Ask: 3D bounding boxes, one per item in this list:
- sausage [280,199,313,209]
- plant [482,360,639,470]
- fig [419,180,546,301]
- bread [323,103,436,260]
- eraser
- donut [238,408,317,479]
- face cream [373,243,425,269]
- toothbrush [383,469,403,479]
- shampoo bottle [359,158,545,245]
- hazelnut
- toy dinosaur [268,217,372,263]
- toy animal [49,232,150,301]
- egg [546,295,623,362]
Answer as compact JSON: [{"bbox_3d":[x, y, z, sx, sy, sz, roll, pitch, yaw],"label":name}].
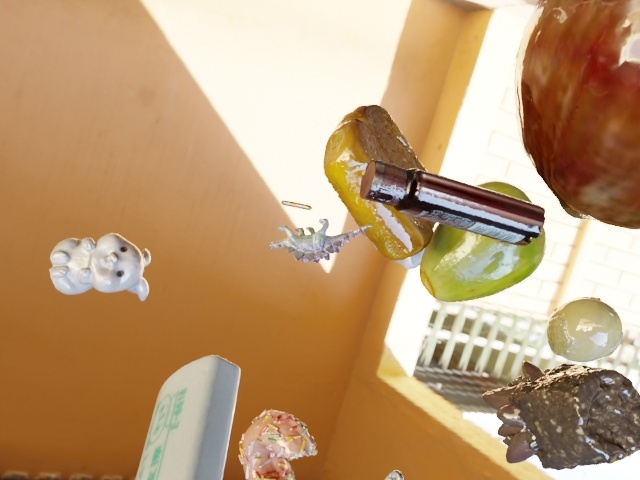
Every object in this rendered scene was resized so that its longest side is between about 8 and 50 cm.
[{"bbox_3d":[-0.063,-0.092,1.859,0.100,0.015,0.015,13,-177,29],"label":"sausage"},{"bbox_3d":[0.439,0.319,1.333,0.181,0.194,0.320,-14,170,-23],"label":"plant"},{"bbox_3d":[0.380,0.016,1.723,0.258,0.326,0.258,51,-176,-5],"label":"fig"},{"bbox_3d":[0.128,-0.124,1.618,0.337,0.148,0.328,52,-151,-15],"label":"bread"},{"bbox_3d":[-0.211,0.338,1.086,0.104,0.189,0.290,28,-140,-21],"label":"eraser"},{"bbox_3d":[-0.108,0.496,1.631,0.199,0.233,0.085,28,-153,38],"label":"donut"},{"bbox_3d":[0.224,-0.032,2.214,0.080,0.163,0.336,12,-169,-27],"label":"face cream"},{"bbox_3d":[0.038,0.564,1.357,0.040,0.386,0.040,28,-156,-14],"label":"toothbrush"},{"bbox_3d":[0.231,-0.068,1.278,0.322,0.084,0.129,15,174,-13],"label":"shampoo bottle"},{"bbox_3d":[0.436,-0.213,0.954,0.352,0.421,0.421,-4,-166,-24],"label":"hazelnut"},{"bbox_3d":[0.001,0.000,1.383,0.208,0.082,0.039,-12,164,7],"label":"toy dinosaur"},{"bbox_3d":[-0.470,0.060,1.550,0.192,0.128,0.178,-1,164,2],"label":"toy animal"},{"bbox_3d":[0.646,0.221,1.759,0.164,0.164,0.201,15,156,-20],"label":"egg"}]
